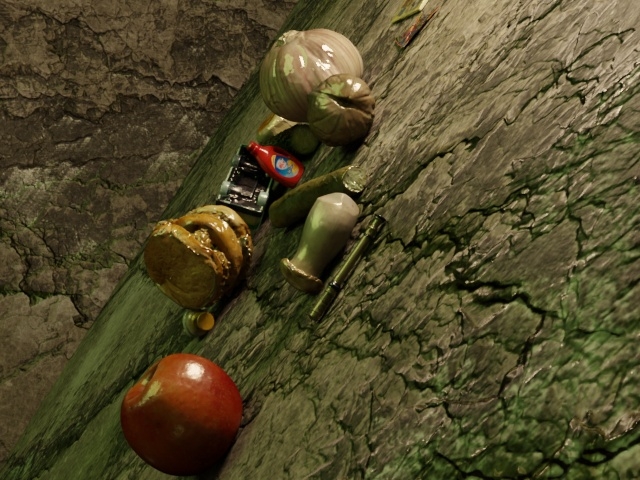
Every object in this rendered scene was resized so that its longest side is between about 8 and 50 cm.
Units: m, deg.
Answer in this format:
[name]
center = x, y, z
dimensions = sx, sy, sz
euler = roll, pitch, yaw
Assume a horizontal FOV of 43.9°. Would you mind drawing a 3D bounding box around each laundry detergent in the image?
[laundry detergent]
center = -0.125, -0.218, 2.155
dimensions = 0.049, 0.165, 0.097
euler = -33, 28, 50

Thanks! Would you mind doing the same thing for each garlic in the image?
[garlic]
center = -0.025, -0.458, 2.181
dimensions = 0.317, 0.259, 0.317
euler = -34, 14, 9

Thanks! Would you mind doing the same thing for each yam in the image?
[yam]
center = -0.018, -0.100, 1.832
dimensions = 0.371, 0.083, 0.083
euler = -23, 35, 57

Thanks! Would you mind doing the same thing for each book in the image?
[book]
center = 0.286, -0.703, 2.266
dimensions = 0.168, 0.013, 0.192
euler = -57, 18, -8

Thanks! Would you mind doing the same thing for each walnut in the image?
[walnut]
center = 0.043, -0.316, 1.938
dimensions = 0.178, 0.178, 0.230
euler = -54, 13, -1

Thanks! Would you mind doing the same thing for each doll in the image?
[doll]
center = -0.310, 0.206, 2.024
dimensions = 0.084, 0.073, 0.127
euler = -26, 6, -33

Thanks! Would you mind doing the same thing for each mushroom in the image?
[mushroom]
center = 0.000, 0.000, 1.571
dimensions = 0.213, 0.097, 0.088
euler = -57, 29, -7

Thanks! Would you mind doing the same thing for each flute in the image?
[flute]
center = 0.049, 0.051, 1.472
dimensions = 0.233, 0.027, 0.027
euler = -56, 18, -6

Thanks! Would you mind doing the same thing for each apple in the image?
[apple]
center = -0.254, 0.320, 1.465
dimensions = 0.218, 0.201, 0.218
euler = -45, 13, 13

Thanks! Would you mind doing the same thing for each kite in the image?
[kite]
center = 0.248, -0.563, 2.111
dimensions = 0.190, 0.010, 0.159
euler = -22, 34, 55

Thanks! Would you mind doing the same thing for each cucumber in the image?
[cucumber]
center = -0.104, -0.275, 2.342
dimensions = 0.096, 0.096, 0.359
euler = -58, 16, -11

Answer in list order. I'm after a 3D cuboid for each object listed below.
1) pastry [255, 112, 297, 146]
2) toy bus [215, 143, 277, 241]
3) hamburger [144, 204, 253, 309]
[pastry]
center = -0.139, -0.369, 2.592
dimensions = 0.166, 0.088, 0.166
euler = -43, 21, 21
[toy bus]
center = -0.206, -0.130, 2.209
dimensions = 0.276, 0.133, 0.165
euler = -75, 2, -49
[hamburger]
center = -0.295, 0.042, 1.997
dimensions = 0.260, 0.245, 0.211
euler = -15, 15, 28
